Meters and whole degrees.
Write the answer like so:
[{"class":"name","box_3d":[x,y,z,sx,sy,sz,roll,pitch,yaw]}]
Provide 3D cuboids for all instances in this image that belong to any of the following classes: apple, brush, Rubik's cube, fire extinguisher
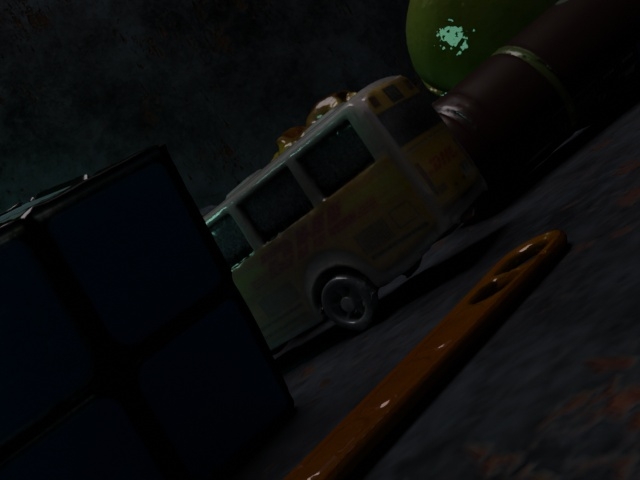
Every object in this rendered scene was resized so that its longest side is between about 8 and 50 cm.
[{"class":"apple","box_3d":[0.253,-0.299,1.115,0.254,0.292,0.292,-59,-1,7]},{"class":"brush","box_3d":[0.015,0.072,0.301,0.314,0.017,0.090,-37,5,-39]},{"class":"Rubik's cube","box_3d":[-0.154,0.070,0.442,0.183,0.167,0.180,-36,17,-37]},{"class":"fire extinguisher","box_3d":[0.215,-0.150,0.701,0.341,0.105,0.141,-40,4,-16]}]

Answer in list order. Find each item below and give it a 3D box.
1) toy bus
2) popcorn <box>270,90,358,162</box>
[{"class":"toy bus","box_3d":[-0.040,0.022,0.606,0.342,0.138,0.097,-32,6,36]},{"class":"popcorn","box_3d":[0.039,-0.105,1.416,0.265,0.225,0.332,-25,-21,-7]}]
